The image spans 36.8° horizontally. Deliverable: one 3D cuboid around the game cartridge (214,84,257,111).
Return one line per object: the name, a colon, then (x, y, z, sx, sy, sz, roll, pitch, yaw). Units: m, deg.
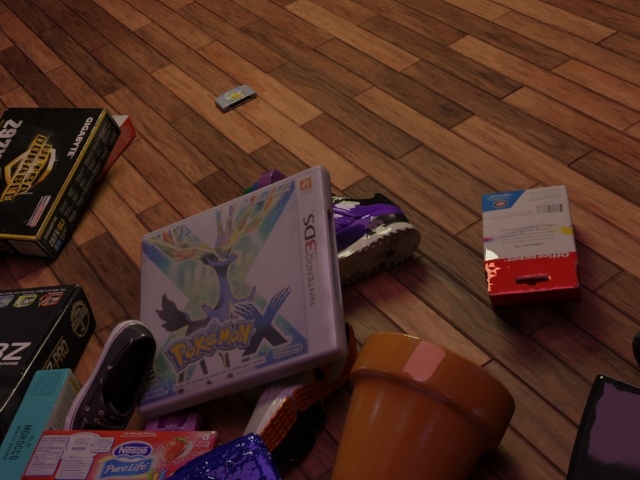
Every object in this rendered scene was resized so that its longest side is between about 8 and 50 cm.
game cartridge: (-0.184, -0.308, 2.069, 0.083, 0.017, 0.056, -29, 36, -15)

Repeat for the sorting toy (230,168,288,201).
sorting toy: (-0.171, 0.018, 1.621, 0.126, 0.127, 0.366, -14, 34, 42)

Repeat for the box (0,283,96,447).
box: (-0.594, 0.205, 1.511, 0.394, 0.097, 0.318, -4, 34, 15)

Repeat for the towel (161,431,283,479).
towel: (-0.166, 0.356, 1.044, 0.308, 0.076, 0.228, -25, 49, -8)

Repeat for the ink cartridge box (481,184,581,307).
ink cartridge box: (0.315, 0.022, 1.440, 0.134, 0.078, 0.231, -6, 40, 14)

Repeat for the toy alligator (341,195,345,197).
toy alligator: (-0.015, -0.003, 1.618, 0.190, 0.056, 0.051, -53, 6, -28)

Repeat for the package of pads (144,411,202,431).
package of pads: (-0.210, 0.272, 1.364, 0.083, 0.032, 0.050, -7, 41, 11)

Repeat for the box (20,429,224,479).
box: (-0.246, 0.330, 1.235, 0.256, 0.123, 0.128, -3, 42, 15)

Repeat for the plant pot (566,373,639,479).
plant pot: (0.360, 0.286, 1.038, 0.187, 0.188, 0.167, 20, 64, 36)

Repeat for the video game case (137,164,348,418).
video game case: (-0.122, 0.072, 1.376, 0.329, 0.036, 0.300, -20, 55, 23)

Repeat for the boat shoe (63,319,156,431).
boat shoe: (-0.287, 0.224, 1.337, 0.076, 0.080, 0.229, 19, 82, 58)

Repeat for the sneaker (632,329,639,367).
sneaker: (0.504, 0.169, 1.191, 0.130, 0.087, 0.227, -32, 44, -21)

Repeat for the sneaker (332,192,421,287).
sneaker: (0.000, 0.000, 1.545, 0.293, 0.102, 0.146, -17, 51, -13)

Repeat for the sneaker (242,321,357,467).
sneaker: (-0.051, 0.212, 1.344, 0.121, 0.099, 0.262, 2, 34, 33)

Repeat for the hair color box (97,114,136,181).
hair color box: (-0.467, -0.193, 2.003, 0.093, 0.053, 0.167, 4, 42, 24)

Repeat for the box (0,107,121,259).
box: (-0.569, -0.119, 1.880, 0.257, 0.079, 0.322, 3, 56, 26)

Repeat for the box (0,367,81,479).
box: (-0.394, 0.303, 1.340, 0.060, 0.101, 0.244, -6, 39, 16)

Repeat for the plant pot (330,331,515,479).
plant pot: (0.107, 0.244, 1.170, 0.205, 0.205, 0.188, 14, 62, 32)
